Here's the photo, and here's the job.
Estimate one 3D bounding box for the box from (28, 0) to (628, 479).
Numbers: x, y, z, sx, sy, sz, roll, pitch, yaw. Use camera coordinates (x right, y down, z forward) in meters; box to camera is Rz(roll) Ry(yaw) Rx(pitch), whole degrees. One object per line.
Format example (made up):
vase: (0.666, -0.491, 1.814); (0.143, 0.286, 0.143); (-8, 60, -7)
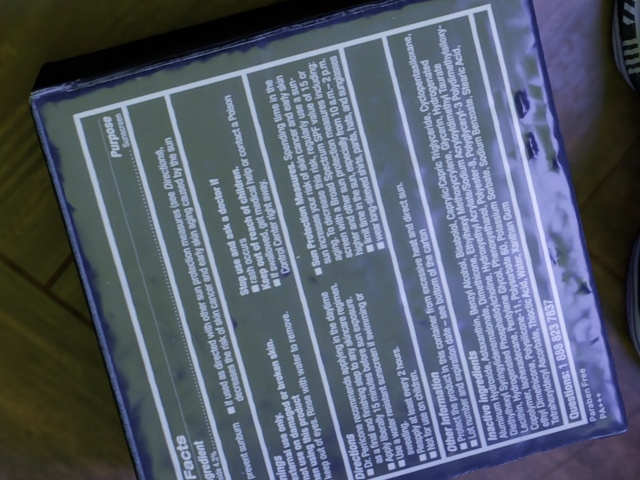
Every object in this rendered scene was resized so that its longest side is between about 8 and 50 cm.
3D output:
box: (0.000, 0.000, 1.129); (0.294, 0.183, 0.296); (-15, 102, -5)

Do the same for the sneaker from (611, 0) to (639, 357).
sneaker: (0.274, -0.056, 1.134); (0.137, 0.210, 0.366); (-3, 103, -7)
